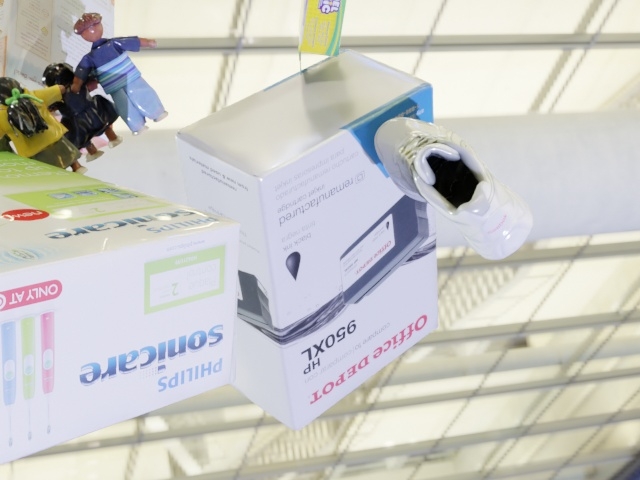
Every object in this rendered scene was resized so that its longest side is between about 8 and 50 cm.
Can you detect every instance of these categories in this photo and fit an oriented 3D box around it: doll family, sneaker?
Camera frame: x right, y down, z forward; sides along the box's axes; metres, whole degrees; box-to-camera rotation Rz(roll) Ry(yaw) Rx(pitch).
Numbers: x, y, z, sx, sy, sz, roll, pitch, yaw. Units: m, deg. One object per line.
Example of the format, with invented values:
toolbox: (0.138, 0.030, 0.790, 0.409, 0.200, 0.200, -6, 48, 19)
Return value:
doll family: (-0.222, -0.114, 0.934, 0.111, 0.193, 0.076, 58, -24, -16)
sneaker: (0.125, -0.081, 1.147, 0.090, 0.115, 0.232, -48, -133, 1)

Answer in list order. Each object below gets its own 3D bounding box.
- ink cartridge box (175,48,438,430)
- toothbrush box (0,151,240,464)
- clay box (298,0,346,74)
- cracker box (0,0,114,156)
ink cartridge box: (0.000, 0.000, 1.398, 0.166, 0.285, 0.395, 30, -41, 39)
toothbrush box: (-0.224, 0.029, 0.742, 0.283, 0.206, 0.122, 19, -68, 40)
clay box: (0.008, -0.320, 1.318, 0.127, 0.053, 0.222, -92, -171, -61)
cracker box: (-0.303, -0.224, 1.198, 0.067, 0.155, 0.232, -19, -119, 28)
